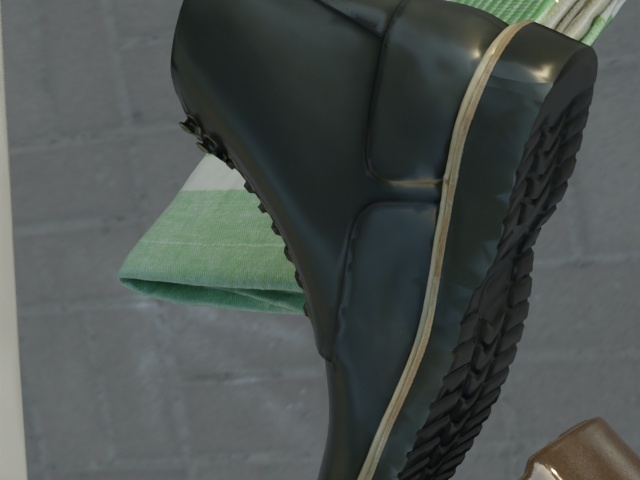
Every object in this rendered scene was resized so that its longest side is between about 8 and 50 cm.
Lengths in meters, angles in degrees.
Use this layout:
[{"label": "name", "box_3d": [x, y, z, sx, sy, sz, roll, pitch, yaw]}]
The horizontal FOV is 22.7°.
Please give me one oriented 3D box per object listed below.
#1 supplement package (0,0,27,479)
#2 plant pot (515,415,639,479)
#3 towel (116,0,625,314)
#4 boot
[{"label": "supplement package", "box_3d": [-0.206, -0.047, 0.429, 0.177, 0.175, 0.293, -32, 49, 26]}, {"label": "plant pot", "box_3d": [0.140, 0.189, 0.789, 0.167, 0.167, 0.165, -45, 73, 23]}, {"label": "towel", "box_3d": [0.057, -0.098, 0.706, 0.038, 0.248, 0.325, 43, 73, -23]}, {"label": "boot", "box_3d": [0.000, 0.000, 0.536, 0.137, 0.077, 0.198, 27, 115, 21]}]
